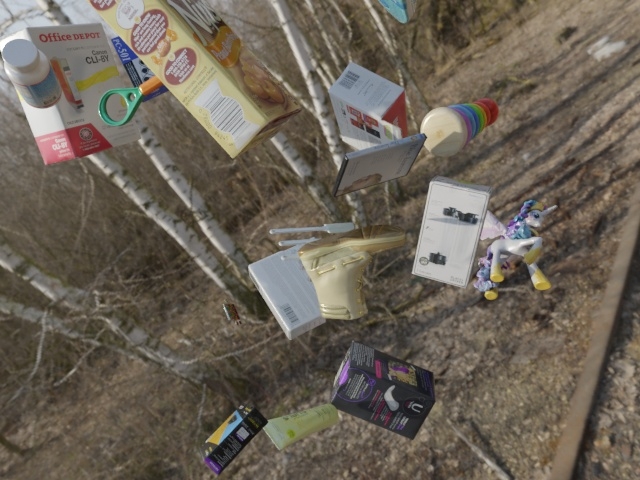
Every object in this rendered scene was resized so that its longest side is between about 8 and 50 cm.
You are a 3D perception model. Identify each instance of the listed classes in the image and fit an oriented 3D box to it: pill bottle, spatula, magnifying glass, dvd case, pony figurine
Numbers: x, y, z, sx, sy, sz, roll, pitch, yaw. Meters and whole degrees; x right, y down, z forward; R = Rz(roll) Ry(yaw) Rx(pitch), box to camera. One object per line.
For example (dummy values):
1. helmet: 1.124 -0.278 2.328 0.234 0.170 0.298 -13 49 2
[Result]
1. pill bottle: -0.619 -0.357 1.146 0.087 0.087 0.160 -43 -3 -19
2. spatula: 0.000 0.000 1.400 0.242 0.019 0.168 -4 36 -18
3. magnifying glass: -0.471 -0.368 1.358 0.231 0.092 0.026 -25 3 18
4. dvd case: 0.161 -0.208 1.486 0.253 0.022 0.180 -19 -24 -21
5. pony figurine: 0.652 0.027 1.880 0.351 0.303 0.363 -20 35 41

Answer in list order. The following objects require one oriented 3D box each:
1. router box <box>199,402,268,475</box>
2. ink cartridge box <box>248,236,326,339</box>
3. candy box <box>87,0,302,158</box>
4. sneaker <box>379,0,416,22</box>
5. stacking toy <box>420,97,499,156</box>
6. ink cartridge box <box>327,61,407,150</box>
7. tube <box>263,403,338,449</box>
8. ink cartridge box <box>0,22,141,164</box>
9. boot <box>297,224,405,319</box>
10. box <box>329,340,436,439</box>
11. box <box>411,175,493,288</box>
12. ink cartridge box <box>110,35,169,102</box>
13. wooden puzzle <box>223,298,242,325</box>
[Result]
1. router box: -0.179 0.397 1.085 0.133 0.046 0.179 -44 0 -21
2. ink cartridge box: -0.056 0.138 1.647 0.239 0.275 0.060 -24 -35 -20
3. candy box: -0.183 -0.284 0.816 0.088 0.316 0.183 -39 7 22
4. sneaker: 0.223 -0.631 1.202 0.208 0.127 0.319 -46 -3 6
5. stacking toy: 0.436 -0.357 1.603 0.141 0.141 0.330 -25 4 45
6. ink cartridge box: 0.191 -0.385 1.731 0.130 0.272 0.309 -53 -20 -9
7. tube: -0.049 0.494 1.432 0.070 0.062 0.240 -9 -7 43
8. ink cartridge box: -0.769 -0.462 1.667 0.161 0.384 0.279 -4 20 31
9. boot: 0.095 0.080 1.282 0.262 0.203 0.095 -14 15 15
10. box: 0.185 0.443 1.592 0.143 0.271 0.165 -67 0 -67
11. box: 0.377 -0.026 1.532 0.169 0.289 0.087 14 22 20
12. ink cartridge box: -0.536 -0.526 1.595 0.097 0.207 0.046 -27 -10 -7
13. wooden puzzle: -0.249 0.201 1.494 0.006 0.083 0.049 -33 -20 18
